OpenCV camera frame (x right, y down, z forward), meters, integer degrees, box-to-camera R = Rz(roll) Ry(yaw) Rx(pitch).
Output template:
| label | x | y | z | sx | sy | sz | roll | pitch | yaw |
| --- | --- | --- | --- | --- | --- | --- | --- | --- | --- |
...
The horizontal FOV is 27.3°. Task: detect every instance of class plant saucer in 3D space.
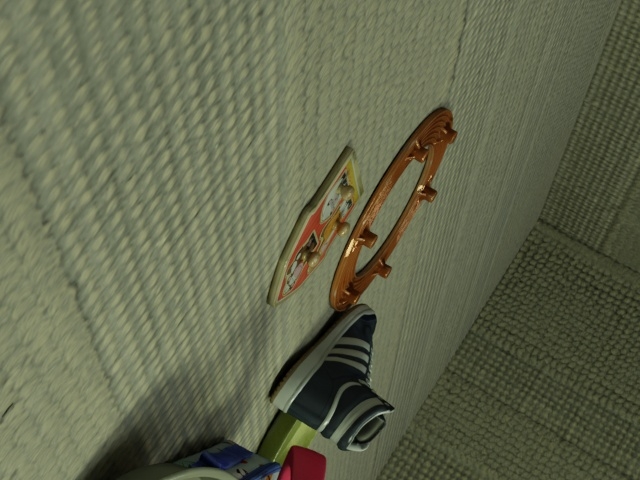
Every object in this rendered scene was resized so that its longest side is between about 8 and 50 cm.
| label | x | y | z | sx | sy | sz | roll | pitch | yaw |
| --- | --- | --- | --- | --- | --- | --- | --- | --- | --- |
| plant saucer | -0.042 | 0.295 | 2.048 | 0.241 | 0.037 | 0.241 | -55 | 168 | -19 |

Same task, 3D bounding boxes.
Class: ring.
| label | x | y | z | sx | sy | sz | roll | pitch | yaw |
| --- | --- | --- | --- | --- | --- | --- | --- | --- | --- |
| ring | 0.113 | -0.039 | 1.917 | 0.336 | 0.032 | 0.336 | -56 | 168 | -19 |

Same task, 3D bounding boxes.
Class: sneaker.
| label | x | y | z | sx | sy | sz | roll | pitch | yaw |
| --- | --- | --- | --- | --- | --- | --- | --- | --- | --- |
| sneaker | 0.051 | 0.204 | 1.923 | 0.282 | 0.153 | 0.099 | -41 | 163 | -55 |

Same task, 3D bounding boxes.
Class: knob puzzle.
| label | x | y | z | sx | sy | sz | roll | pitch | yaw |
| --- | --- | --- | --- | --- | --- | --- | --- | --- | --- |
| knob puzzle | 0.000 | 0.000 | 1.559 | 0.213 | 0.030 | 0.213 | -55 | 167 | -19 |

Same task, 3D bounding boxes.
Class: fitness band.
| label | x | y | z | sx | sy | sz | roll | pitch | yaw |
| --- | --- | --- | --- | --- | --- | --- | --- | --- | --- |
| fitness band | -0.056 | 0.372 | 1.541 | 0.209 | 0.054 | 0.291 | -70 | -179 | -54 |

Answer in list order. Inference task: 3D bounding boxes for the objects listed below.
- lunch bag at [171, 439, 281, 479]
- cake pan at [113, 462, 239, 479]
| label | x | y | z | sx | sy | sz | roll | pitch | yaw |
| --- | --- | --- | --- | --- | --- | --- | --- | --- | --- |
| lunch bag | -0.153 | 0.363 | 1.602 | 0.243 | 0.115 | 0.303 | -64 | 168 | 6 |
| cake pan | -0.189 | 0.352 | 1.345 | 0.293 | 0.054 | 0.293 | -30 | 134 | -37 |
